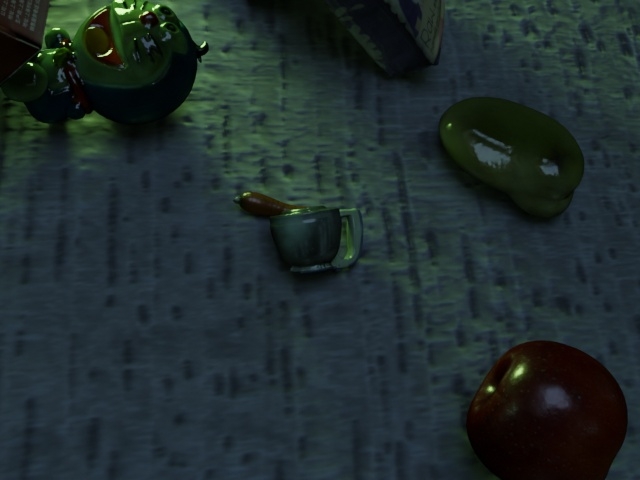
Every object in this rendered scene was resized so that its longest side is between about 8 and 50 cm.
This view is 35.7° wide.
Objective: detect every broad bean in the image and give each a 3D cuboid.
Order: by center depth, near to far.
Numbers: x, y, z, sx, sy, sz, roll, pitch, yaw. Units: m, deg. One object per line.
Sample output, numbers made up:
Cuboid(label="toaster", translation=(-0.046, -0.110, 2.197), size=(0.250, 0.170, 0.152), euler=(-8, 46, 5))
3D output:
Cuboid(label="broad bean", translation=(0.323, -0.157, 1.663), size=(0.263, 0.121, 0.189), euler=(37, 59, 12))

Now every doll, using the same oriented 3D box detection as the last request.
Cuboid(label="doll", translation=(-0.335, -0.275, 1.570), size=(0.322, 0.186, 0.198), euler=(-10, 59, -5))

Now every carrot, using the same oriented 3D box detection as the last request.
Cuboid(label="carrot", translation=(-0.071, -0.053, 1.587), size=(0.142, 0.035, 0.035), euler=(11, 61, -11))

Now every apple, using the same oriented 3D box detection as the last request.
Cuboid(label="apple", translation=(0.318, 0.251, 1.396), size=(0.201, 0.218, 0.218), euler=(27, 62, 3))

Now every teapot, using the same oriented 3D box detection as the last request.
Cuboid(label="teapot", translation=(-0.010, 0.001, 1.544), size=(0.111, 0.149, 0.108), euler=(-5, 93, 29))

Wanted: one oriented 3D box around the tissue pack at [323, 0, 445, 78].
Cuboid(label="tissue pack", translation=(0.088, -0.464, 1.671), size=(0.125, 0.344, 0.242), euler=(-13, 55, 33))

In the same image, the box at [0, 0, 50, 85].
Cuboid(label="box", translation=(-0.532, -0.390, 1.502), size=(0.122, 0.344, 0.385), euler=(25, 54, -38))
